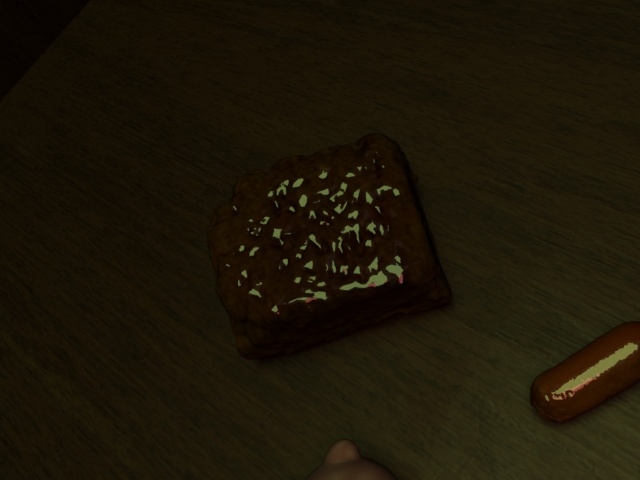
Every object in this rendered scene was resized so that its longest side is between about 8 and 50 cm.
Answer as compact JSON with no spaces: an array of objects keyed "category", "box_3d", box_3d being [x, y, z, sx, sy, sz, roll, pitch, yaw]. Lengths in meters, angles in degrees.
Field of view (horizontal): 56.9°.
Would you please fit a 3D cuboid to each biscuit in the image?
[{"category":"biscuit","box_3d":[0.000,0.000,1.044,0.394,0.166,0.343,-20,59,11]}]

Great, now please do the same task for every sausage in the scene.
[{"category":"sausage","box_3d":[0.386,0.187,0.828,0.197,0.076,0.076,-34,55,5]}]

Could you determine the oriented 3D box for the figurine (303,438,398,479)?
[{"category":"figurine","box_3d":[0.043,0.384,0.813,0.173,0.173,0.173,-10,59,18]}]
